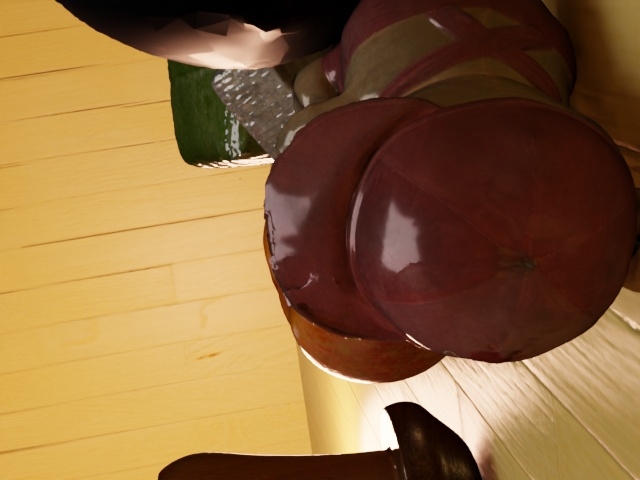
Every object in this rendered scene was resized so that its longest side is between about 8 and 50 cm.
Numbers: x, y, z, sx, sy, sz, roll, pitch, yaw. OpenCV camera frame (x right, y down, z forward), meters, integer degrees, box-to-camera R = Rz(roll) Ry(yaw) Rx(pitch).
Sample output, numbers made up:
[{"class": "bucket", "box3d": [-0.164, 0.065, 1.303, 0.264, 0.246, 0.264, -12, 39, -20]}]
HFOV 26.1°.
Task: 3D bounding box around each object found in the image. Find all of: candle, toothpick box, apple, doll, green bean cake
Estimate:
[{"class": "candle", "box3d": [0.004, -0.112, 0.976, 0.068, 0.168, 0.192, -31, 65, 46]}, {"class": "toothpick box", "box3d": [0.005, 0.256, 1.270, 0.192, 0.294, 0.192, 172, 90, -87]}, {"class": "apple", "box3d": [0.038, 0.021, 1.225, 0.209, 0.164, 0.209, 169, 90, -82]}, {"class": "doll", "box3d": [0.071, -0.036, 0.720, 0.256, 0.196, 0.152, -95, -16, -54]}, {"class": "green bean cake", "box3d": [-0.075, -0.182, 1.366, 0.248, 0.125, 0.222, 178, 84, -69]}]

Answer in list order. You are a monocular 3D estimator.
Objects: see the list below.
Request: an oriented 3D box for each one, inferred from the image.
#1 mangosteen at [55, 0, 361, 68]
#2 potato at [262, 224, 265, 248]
[{"class": "mangosteen", "box3d": [-0.063, -0.263, 0.809, 0.330, 0.330, 0.330, 171, 90, -84]}, {"class": "potato", "box3d": [0.005, -0.002, 1.710, 0.154, 0.137, 0.200, 50, 172, 2]}]
